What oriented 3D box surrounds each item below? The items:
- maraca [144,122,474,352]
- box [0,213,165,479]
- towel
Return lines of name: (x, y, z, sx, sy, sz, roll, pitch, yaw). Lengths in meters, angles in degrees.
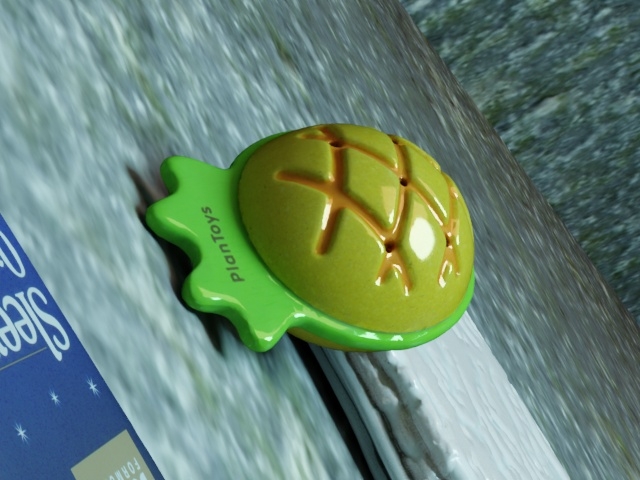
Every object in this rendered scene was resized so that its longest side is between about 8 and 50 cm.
maraca: (0.000, 0.000, 0.872, 0.186, 0.099, 0.127, -6, 56, -42)
box: (-0.105, 0.032, 0.497, 0.225, 0.036, 0.136, 59, 11, 0)
towel: (0.089, 0.129, 1.058, 0.331, 0.053, 0.317, 61, 12, 19)
